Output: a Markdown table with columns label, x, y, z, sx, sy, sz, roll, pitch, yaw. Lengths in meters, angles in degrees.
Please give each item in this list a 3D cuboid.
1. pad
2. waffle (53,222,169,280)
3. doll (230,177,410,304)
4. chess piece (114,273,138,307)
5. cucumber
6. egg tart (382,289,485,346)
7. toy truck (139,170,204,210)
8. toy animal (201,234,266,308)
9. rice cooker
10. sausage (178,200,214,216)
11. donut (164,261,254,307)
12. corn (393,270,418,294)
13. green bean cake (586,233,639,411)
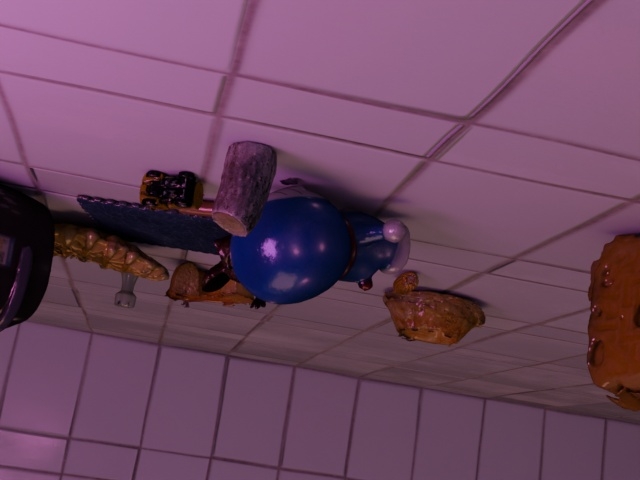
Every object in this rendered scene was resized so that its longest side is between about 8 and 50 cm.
| label | x | y | z | sx | sy | sz | roll | pitch | yaw |
| --- | --- | --- | --- | --- | --- | --- | --- | --- | --- |
| pad | -0.261 | -0.019 | 1.625 | 0.269 | 0.012 | 0.269 | 8 | 167 | 1 |
| waffle | -0.409 | 0.016 | 1.732 | 0.250 | 0.056 | 0.261 | 8 | 164 | 28 |
| doll | 0.000 | 0.000 | 1.300 | 0.257 | 0.161 | 0.215 | -1 | 163 | -46 |
| chess piece | -0.388 | 0.083 | 1.924 | 0.067 | 0.103 | 0.067 | 8 | 167 | 2 |
| cucumber | -0.091 | -0.062 | 1.139 | 0.064 | 0.112 | 0.064 | 12 | 161 | 4 |
| egg tart | 0.223 | 0.154 | 1.889 | 0.213 | 0.090 | 0.212 | 8 | 162 | 3 |
| toy truck | -0.208 | -0.066 | 1.318 | 0.083 | 0.049 | 0.054 | 2 | 166 | 21 |
| toy animal | -0.118 | 0.030 | 1.599 | 0.218 | 0.116 | 0.179 | -13 | 138 | 19 |
| rice cooker | -0.563 | 0.021 | 1.474 | 0.267 | 0.267 | 0.224 | -3 | 167 | 39 |
| sausage | -0.153 | -0.047 | 1.414 | 0.116 | 0.026 | 0.026 | 5 | 166 | 10 |
| donut | -0.219 | 0.093 | 1.933 | 0.181 | 0.078 | 0.146 | 0 | 167 | 6 |
| corn | 0.152 | 0.078 | 1.717 | 0.037 | 0.037 | 0.092 | 10 | 169 | -4 |
| green bean cake | 0.458 | 0.097 | 1.206 | 0.131 | 0.229 | 0.224 | 28 | 155 | -37 |
